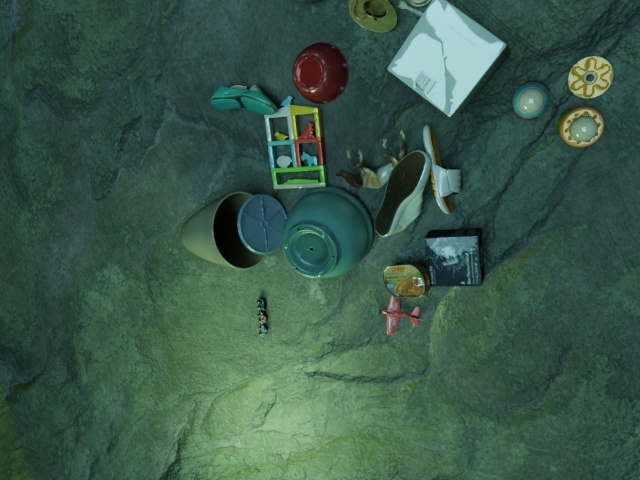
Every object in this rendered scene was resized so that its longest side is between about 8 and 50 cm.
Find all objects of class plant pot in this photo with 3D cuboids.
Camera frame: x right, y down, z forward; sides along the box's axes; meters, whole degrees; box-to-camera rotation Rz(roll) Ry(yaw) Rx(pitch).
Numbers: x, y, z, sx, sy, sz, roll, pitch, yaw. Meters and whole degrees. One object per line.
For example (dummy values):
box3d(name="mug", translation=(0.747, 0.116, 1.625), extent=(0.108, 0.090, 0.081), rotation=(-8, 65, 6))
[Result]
box3d(name="plant pot", translation=(-0.352, -0.028, 1.697), extent=(0.273, 0.256, 0.257), rotation=(-3, 105, 40))
box3d(name="plant pot", translation=(0.000, 0.000, 1.546), extent=(0.292, 0.196, 0.293), rotation=(9, 115, 19))

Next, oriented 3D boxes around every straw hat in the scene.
box3d(name="straw hat", translation=(0.156, -0.655, 1.372), extent=(0.144, 0.144, 0.061), rotation=(20, 72, 16))

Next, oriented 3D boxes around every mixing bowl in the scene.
box3d(name="mixing bowl", translation=(-0.015, -0.501, 1.474), extent=(0.181, 0.098, 0.182), rotation=(6, 108, 20))

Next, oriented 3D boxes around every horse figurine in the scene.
box3d(name="horse figurine", translation=(0.183, -0.219, 1.481), extent=(0.263, 0.066, 0.175), rotation=(-19, 119, 18))

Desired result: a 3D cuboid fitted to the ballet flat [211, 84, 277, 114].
box3d(name="ballet flat", translation=(-0.240, -0.464, 1.587), extent=(0.247, 0.083, 0.087), rotation=(12, 71, 24))

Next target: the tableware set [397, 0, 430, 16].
box3d(name="tableware set", translation=(0.223, -0.710, 1.343), extent=(0.194, 0.039, 0.128), rotation=(30, 115, 12))

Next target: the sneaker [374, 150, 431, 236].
box3d(name="sneaker", translation=(0.260, -0.141, 1.451), extent=(0.106, 0.123, 0.290), rotation=(53, 135, 32))

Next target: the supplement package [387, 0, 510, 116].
box3d(name="supplement package", translation=(0.333, -0.456, 1.246), extent=(0.199, 0.262, 0.198), rotation=(40, 117, 8))

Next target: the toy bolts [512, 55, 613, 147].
box3d(name="toy bolts", translation=(0.603, -0.355, 1.221), extent=(0.228, 0.158, 0.219), rotation=(18, 112, 17))

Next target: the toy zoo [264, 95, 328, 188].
box3d(name="toy zoo", translation=(-0.081, -0.317, 1.594), extent=(0.192, 0.030, 0.294), rotation=(1, 106, 23))

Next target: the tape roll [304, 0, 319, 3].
box3d(name="tape roll", translation=(-0.043, -0.804, 1.410), extent=(0.219, 0.072, 0.220), rotation=(6, 107, 21))

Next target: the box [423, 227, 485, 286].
box3d(name="box", translation=(0.400, 0.051, 1.467), extent=(0.158, 0.093, 0.156), rotation=(-3, 104, 25))

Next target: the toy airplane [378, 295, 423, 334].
box3d(name="toy airplane", translation=(0.264, 0.240, 1.616), extent=(0.151, 0.028, 0.151), rotation=(4, 102, 21))

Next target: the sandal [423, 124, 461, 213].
box3d(name="sandal", translation=(0.356, -0.205, 1.403), extent=(0.076, 0.102, 0.266), rotation=(-12, 99, 28))

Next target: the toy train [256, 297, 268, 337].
box3d(name="toy train", translation=(-0.215, 0.288, 1.835), extent=(0.036, 0.027, 0.159), rotation=(2, 106, 11))

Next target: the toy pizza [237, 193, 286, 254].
box3d(name="toy pizza", translation=(-0.195, -0.054, 1.638), extent=(0.032, 0.201, 0.202), rotation=(0, 107, 48))

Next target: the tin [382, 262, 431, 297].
box3d(name="tin", translation=(0.266, 0.123, 1.527), extent=(0.189, 0.040, 0.106), rotation=(-9, 101, 58))
